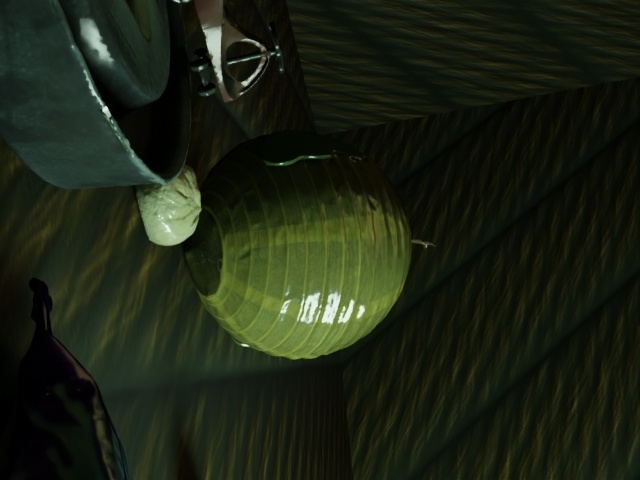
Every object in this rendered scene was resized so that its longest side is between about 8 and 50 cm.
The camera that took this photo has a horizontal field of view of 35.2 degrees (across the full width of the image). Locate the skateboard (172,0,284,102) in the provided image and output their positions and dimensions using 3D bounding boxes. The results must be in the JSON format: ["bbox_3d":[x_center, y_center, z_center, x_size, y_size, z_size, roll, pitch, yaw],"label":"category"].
[{"bbox_3d":[-0.078,-0.182,0.854,0.151,0.080,0.067,78,-2,-49],"label":"skateboard"}]

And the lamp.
[{"bbox_3d":[0.000,0.000,1.086,0.250,0.284,0.250,14,-74,61],"label":"lamp"}]

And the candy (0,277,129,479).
[{"bbox_3d":[-0.129,0.169,0.522,0.145,0.070,0.275,90,-9,-64],"label":"candy"}]

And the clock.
[{"bbox_3d":[-0.176,-0.220,0.702,0.386,0.077,0.386,-10,90,-86],"label":"clock"}]

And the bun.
[{"bbox_3d":[-0.136,-0.038,0.928,0.086,0.055,0.086,-9,90,-86],"label":"bun"}]
